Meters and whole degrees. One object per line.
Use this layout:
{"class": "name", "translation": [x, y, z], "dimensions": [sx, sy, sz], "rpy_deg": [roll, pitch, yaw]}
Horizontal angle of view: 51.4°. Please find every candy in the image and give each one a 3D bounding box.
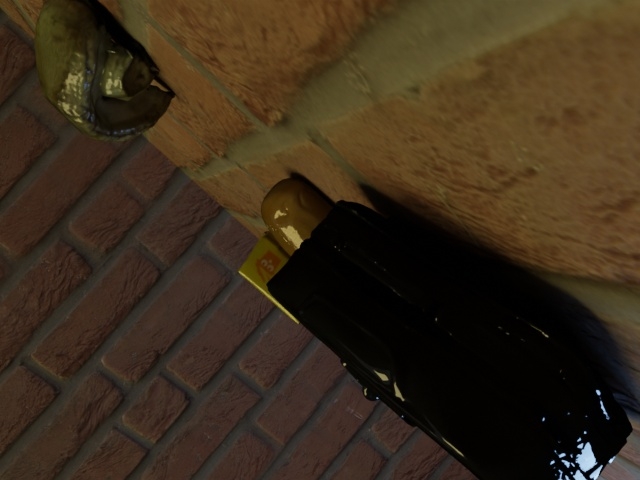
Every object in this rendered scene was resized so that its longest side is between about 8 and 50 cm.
{"class": "candy", "translation": [-0.026, 0.052, 1.191], "dimensions": [0.146, 0.088, 0.276], "rpy_deg": [38, -167, 8]}

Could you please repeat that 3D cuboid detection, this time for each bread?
{"class": "bread", "translation": [0.000, 0.000, 1.016], "dimensions": [0.217, 0.098, 0.147], "rpy_deg": [42, 177, -2]}

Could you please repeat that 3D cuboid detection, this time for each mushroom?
{"class": "mushroom", "translation": [-0.384, -0.275, 1.101], "dimensions": [0.190, 0.164, 0.267], "rpy_deg": [39, 173, 12]}

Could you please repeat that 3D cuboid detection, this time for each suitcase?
{"class": "suitcase", "translation": [0.129, 0.130, 0.715], "dimensions": [0.345, 0.188, 0.339], "rpy_deg": [37, 174, 46]}
